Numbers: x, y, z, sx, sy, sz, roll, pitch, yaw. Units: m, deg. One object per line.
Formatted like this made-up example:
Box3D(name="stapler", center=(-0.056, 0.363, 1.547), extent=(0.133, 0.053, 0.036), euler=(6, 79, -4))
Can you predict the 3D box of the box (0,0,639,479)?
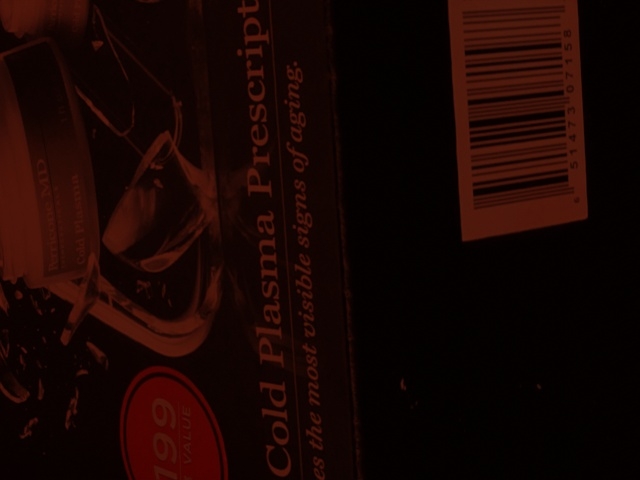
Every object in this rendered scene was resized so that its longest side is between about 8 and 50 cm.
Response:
Box3D(name="box", center=(-0.032, -0.049, 0.720), extent=(0.179, 0.343, 0.312), euler=(-10, 8, -40))
